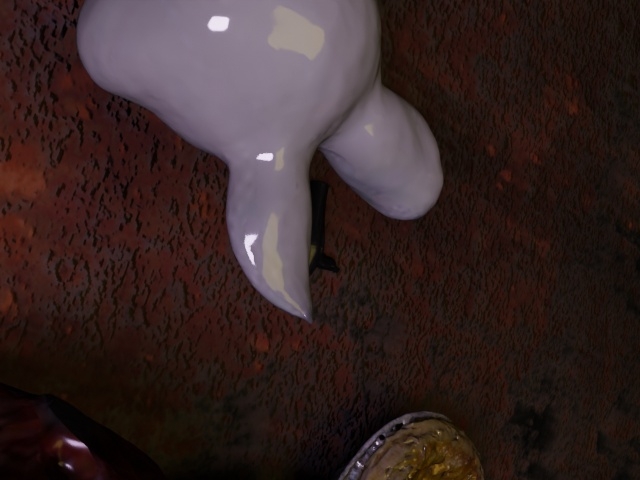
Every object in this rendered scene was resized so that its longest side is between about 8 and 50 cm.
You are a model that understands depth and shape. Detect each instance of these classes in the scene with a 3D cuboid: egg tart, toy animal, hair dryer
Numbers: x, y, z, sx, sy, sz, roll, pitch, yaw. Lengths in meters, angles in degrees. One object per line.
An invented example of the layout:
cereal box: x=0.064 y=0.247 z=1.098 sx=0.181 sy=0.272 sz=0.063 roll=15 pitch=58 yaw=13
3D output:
egg tart: x=0.059 y=0.259 z=1.144 sx=0.234 sy=0.094 sz=0.234 roll=-17 pitch=112 yaw=-49
toy animal: x=-0.027 y=-0.149 z=0.774 sx=0.196 sy=0.241 sz=0.367 roll=-34 pitch=127 yaw=-38
hair dryer: x=0.000 y=0.000 z=1.043 sx=0.083 sy=0.031 sz=0.079 roll=44 pitch=58 yaw=-64

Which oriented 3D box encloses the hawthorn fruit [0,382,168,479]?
hawthorn fruit: x=-0.210 y=0.211 z=0.657 sx=0.311 sy=0.295 sz=0.295 roll=-42 pitch=135 yaw=-9
